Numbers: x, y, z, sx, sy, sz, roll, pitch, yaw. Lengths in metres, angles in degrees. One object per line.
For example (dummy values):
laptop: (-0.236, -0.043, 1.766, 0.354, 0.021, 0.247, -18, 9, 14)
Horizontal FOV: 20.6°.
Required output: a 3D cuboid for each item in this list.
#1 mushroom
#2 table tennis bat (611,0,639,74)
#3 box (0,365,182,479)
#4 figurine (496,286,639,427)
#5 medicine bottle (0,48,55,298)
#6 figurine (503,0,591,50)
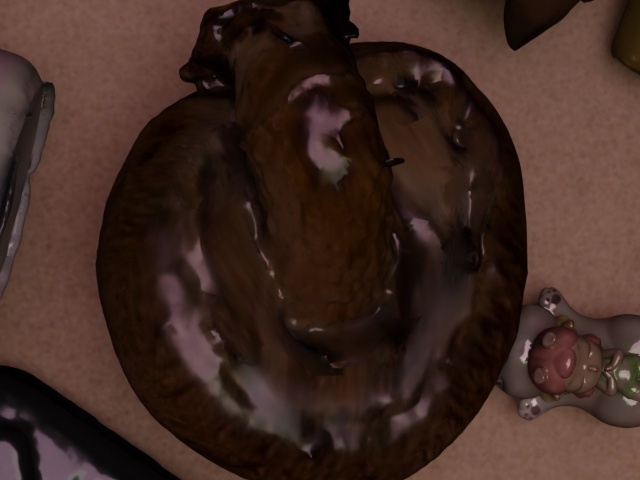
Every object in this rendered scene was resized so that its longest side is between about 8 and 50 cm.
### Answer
mushroom: (-0.004, -0.009, 1.027, 0.263, 0.195, 0.283, -7, 106, -16)
table tennis bat: (0.255, -0.252, 1.094, 0.050, 0.198, 0.321, 10, 109, -26)
box: (-0.171, 0.261, 1.055, 0.289, 0.073, 0.290, 37, 83, -6)
figurine: (0.144, 0.064, 1.099, 0.146, 0.098, 0.081, 14, 67, -5)
medicine bottle: (-0.353, -0.046, 0.966, 0.378, 0.213, 0.213, 16, 86, -8)
figurine: (0.136, -0.229, 1.029, 0.177, 0.247, 0.173, -33, 90, -9)
